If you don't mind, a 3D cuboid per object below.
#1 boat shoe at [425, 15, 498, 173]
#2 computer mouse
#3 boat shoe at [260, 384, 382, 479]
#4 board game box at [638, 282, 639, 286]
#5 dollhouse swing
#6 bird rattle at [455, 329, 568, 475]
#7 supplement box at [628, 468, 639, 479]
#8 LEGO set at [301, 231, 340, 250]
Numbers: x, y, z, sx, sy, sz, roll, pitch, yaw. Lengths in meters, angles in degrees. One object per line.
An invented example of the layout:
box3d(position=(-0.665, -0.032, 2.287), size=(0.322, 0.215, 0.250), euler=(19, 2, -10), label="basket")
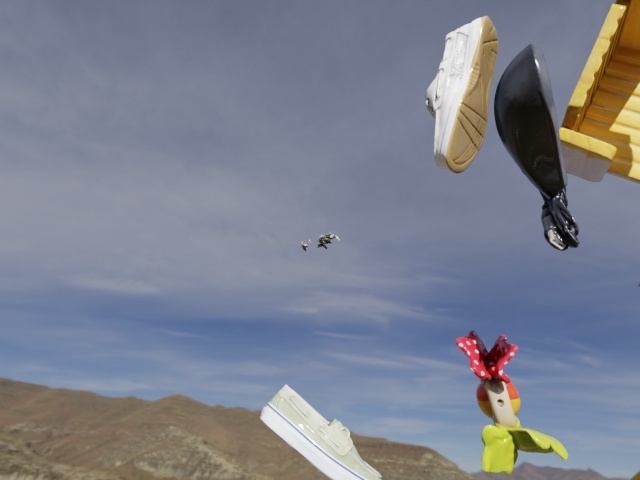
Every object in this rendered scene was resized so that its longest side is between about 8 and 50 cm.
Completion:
box3d(position=(0.227, -0.240, 0.690), size=(0.096, 0.276, 0.098), euler=(5, -18, 43), label="boat shoe")
box3d(position=(0.298, -0.131, 0.574), size=(0.072, 0.188, 0.272), euler=(-12, -57, 30), label="computer mouse")
box3d(position=(0.014, 0.424, 0.856), size=(0.302, 0.094, 0.109), euler=(33, -15, 9), label="boat shoe")
box3d(position=(0.677, 0.011, 0.737), size=(0.060, 0.194, 0.194), euler=(36, -6, 29), label="board game box")
box3d(position=(0.736, -0.301, 0.883), size=(0.305, 0.346, 0.315), euler=(25, 5, 28), label="dollhouse swing")
box3d(position=(0.333, 0.301, 0.781), size=(0.143, 0.253, 0.207), euler=(-23, -21, 9), label="bird rattle")
box3d(position=(0.965, 0.599, 1.015), size=(0.195, 0.194, 0.356), euler=(-22, -46, -22), label="supplement box")
box3d(position=(-0.001, -0.001, 0.871), size=(0.083, 0.023, 0.054), euler=(-2, -31, -10), label="LEGO set")
